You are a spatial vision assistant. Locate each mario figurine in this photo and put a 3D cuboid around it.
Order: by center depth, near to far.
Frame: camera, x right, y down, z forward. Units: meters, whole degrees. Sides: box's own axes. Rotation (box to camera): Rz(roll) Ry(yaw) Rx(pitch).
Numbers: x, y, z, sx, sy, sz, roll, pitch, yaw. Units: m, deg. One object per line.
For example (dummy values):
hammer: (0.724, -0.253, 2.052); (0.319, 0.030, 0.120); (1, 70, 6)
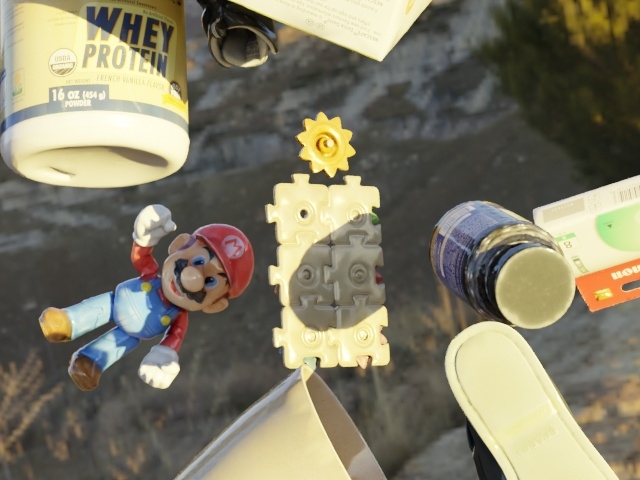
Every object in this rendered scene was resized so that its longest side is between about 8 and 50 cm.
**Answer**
mario figurine: (-0.240, 0.082, 2.007); (0.320, 0.198, 0.170); (-32, 42, 1)

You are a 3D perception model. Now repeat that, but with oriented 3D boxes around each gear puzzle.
gear puzzle: (0.000, 0.000, 1.830); (0.175, 0.339, 0.044); (0, -7, -31)

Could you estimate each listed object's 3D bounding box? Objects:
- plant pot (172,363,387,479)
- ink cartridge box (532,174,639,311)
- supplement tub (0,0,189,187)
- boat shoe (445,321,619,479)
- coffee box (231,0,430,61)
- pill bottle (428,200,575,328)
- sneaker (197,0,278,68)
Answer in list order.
plant pot: (-0.070, 0.308, 1.491); (0.274, 0.256, 0.256); (-30, 9, 5)
ink cartridge box: (0.399, 0.018, 1.819); (0.181, 0.224, 0.056); (-19, 41, 20)
supplement tub: (-0.280, -0.241, 1.728); (0.228, 0.316, 0.228); (-3, -13, -1)
boat shoe: (0.224, 0.245, 1.396); (0.127, 0.340, 0.113); (-30, -13, 2)
coffee box: (0.002, -0.444, 1.514); (0.338, 0.334, 0.337); (22, 31, 8)
pill bottle: (0.211, 0.030, 1.622); (0.123, 0.123, 0.219); (-13, 14, -9)
sneaker: (-0.086, -0.293, 1.809); (0.101, 0.153, 0.268); (-15, -10, 26)
